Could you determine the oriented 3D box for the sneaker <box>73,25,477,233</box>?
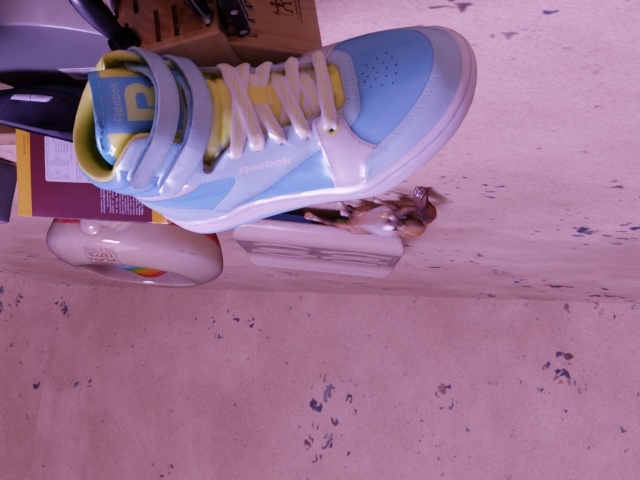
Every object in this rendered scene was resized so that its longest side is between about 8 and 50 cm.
[{"bbox_3d":[-0.053,-0.097,0.766,0.319,0.127,0.208,-22,158,27],"label":"sneaker"}]

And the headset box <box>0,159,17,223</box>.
[{"bbox_3d":[-0.683,-0.101,1.709,0.293,0.110,0.218,0,169,31],"label":"headset box"}]

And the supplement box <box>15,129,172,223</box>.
[{"bbox_3d":[-0.240,-0.099,1.238,0.194,0.129,0.191,3,-171,14],"label":"supplement box"}]

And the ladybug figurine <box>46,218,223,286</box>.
[{"bbox_3d":[-0.335,-0.015,1.856,0.305,0.162,0.449,4,171,8],"label":"ladybug figurine"}]

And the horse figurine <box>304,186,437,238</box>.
[{"bbox_3d":[0.104,-0.042,1.721,0.263,0.066,0.174,-3,167,43],"label":"horse figurine"}]

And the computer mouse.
[{"bbox_3d":[-0.323,-0.150,1.043,0.262,0.060,0.184,14,179,25],"label":"computer mouse"}]

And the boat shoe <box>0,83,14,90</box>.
[{"bbox_3d":[-0.419,-0.188,1.259,0.153,0.048,0.056,8,-175,33],"label":"boat shoe"}]

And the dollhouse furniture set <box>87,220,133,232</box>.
[{"bbox_3d":[-0.288,-0.119,1.420,0.183,0.129,0.129,-32,148,35],"label":"dollhouse furniture set"}]

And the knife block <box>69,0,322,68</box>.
[{"bbox_3d":[-0.134,-0.174,0.835,0.242,0.088,0.275,4,157,-31],"label":"knife block"}]

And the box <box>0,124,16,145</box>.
[{"bbox_3d":[-0.435,-0.148,1.284,0.201,0.021,0.164,1,-159,13],"label":"box"}]

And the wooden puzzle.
[{"bbox_3d":[0.000,0.000,1.998,0.322,0.081,0.348,5,170,1],"label":"wooden puzzle"}]

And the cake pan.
[{"bbox_3d":[-0.242,-0.199,1.030,0.293,0.054,0.293,5,171,1],"label":"cake pan"}]
